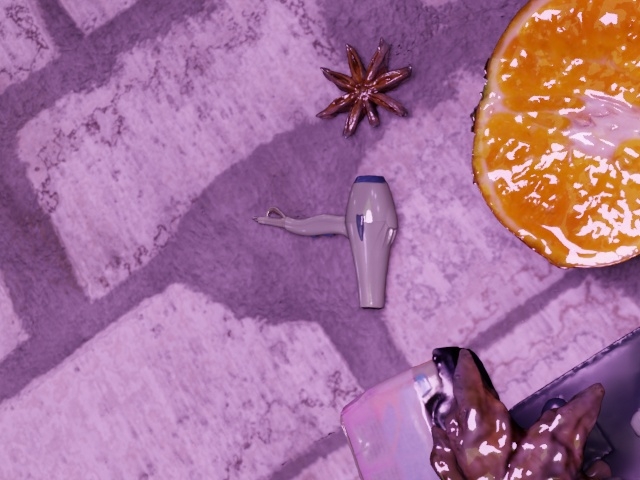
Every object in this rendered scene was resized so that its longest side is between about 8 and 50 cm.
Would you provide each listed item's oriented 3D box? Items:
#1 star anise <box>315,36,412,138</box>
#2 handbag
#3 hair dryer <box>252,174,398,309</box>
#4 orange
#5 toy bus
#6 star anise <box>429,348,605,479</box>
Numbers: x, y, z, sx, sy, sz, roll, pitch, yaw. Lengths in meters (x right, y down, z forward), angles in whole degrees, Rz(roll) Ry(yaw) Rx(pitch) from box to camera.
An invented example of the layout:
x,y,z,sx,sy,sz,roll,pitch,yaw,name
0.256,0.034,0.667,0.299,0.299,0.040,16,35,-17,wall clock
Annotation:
x,y,z,sx,sy,sz,roll,pitch,yaw,name
0.059,-0.196,1.327,0.141,0.042,0.141,-4,79,20,star anise
0.364,0.273,1.092,0.269,0.118,0.326,-35,68,8,handbag
0.011,0.017,1.297,0.199,0.067,0.167,-17,79,25,hair dryer
0.309,-0.142,1.130,0.274,0.274,0.310,5,114,19,orange
0.158,0.323,1.123,0.162,0.171,0.386,-26,73,16,toy bus
0.163,0.258,0.982,0.315,0.108,0.315,-1,87,12,star anise
